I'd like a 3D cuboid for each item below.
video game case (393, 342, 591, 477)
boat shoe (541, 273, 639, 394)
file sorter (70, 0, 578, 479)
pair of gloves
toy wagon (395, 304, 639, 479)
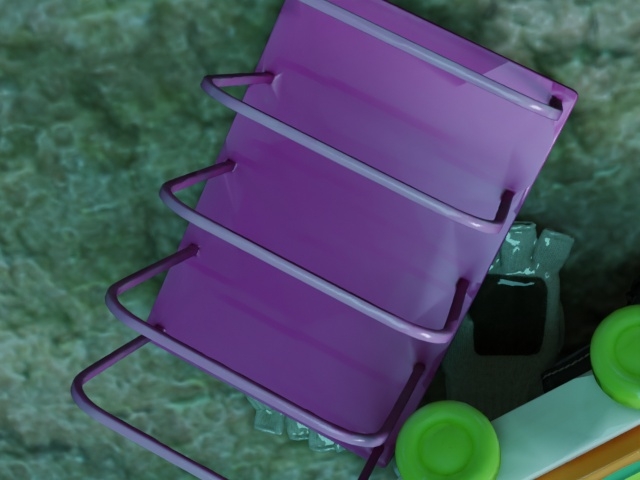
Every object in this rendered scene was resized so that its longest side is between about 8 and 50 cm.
[{"bbox_3d":[0.204,0.208,0.850,0.206,0.026,0.227,-33,105,15],"label":"video game case"},{"bbox_3d":[0.249,0.049,0.758,0.223,0.080,0.073,-27,69,2],"label":"boat shoe"},{"bbox_3d":[0.000,0.000,0.669,0.202,0.182,0.291,27,104,8],"label":"file sorter"},{"bbox_3d":[0.055,0.070,0.786,0.240,0.042,0.204,7,106,7],"label":"pair of gloves"},{"bbox_3d":[0.187,0.128,0.684,0.344,0.068,0.267,-27,151,1],"label":"toy wagon"}]
